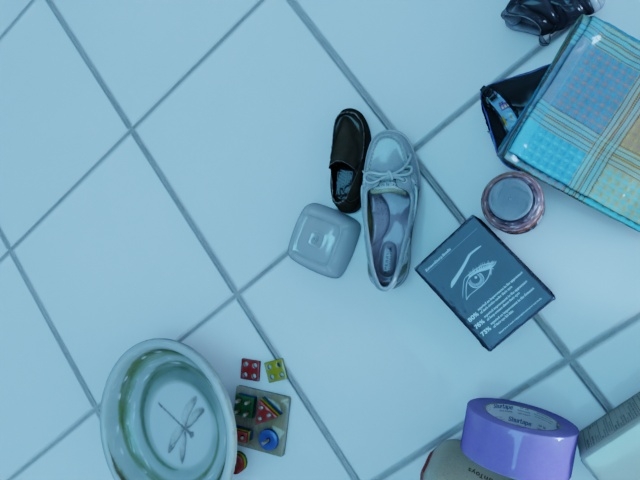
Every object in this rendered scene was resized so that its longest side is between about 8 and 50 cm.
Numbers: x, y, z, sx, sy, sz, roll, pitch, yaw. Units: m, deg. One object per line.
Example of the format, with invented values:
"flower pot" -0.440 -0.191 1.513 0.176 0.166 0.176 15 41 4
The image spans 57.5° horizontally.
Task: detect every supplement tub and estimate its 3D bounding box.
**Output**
"supplement tub" 0.340 -0.064 1.028 0.106 0.198 0.106 -1 88 22

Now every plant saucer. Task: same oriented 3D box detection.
"plant saucer" -0.326 0.416 1.311 0.400 0.100 0.400 -1 88 29

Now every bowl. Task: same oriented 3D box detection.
"bowl" 0.000 0.000 1.236 0.142 0.053 0.142 24 99 20

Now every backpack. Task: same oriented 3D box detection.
"backpack" 0.384 -0.212 1.058 0.158 0.117 0.173 -16 86 20

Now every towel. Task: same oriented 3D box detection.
"towel" 0.523 -0.171 0.966 0.370 0.040 0.271 29 98 1

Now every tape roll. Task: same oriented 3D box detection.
"tape roll" 0.346 0.345 1.022 0.189 0.189 0.080 10 92 21

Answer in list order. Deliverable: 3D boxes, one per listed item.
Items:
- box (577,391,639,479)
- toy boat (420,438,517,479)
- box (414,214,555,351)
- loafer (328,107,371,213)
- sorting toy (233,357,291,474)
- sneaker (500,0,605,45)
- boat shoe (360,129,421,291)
"box" 0.588 0.301 0.955 0.311 0.148 0.121 -42 76 17
"toy boat" 0.294 0.490 1.083 0.231 0.151 0.151 22 127 21
"box" 0.305 0.076 1.087 0.153 0.108 0.207 -44 74 15
"loafer" 0.058 -0.167 1.202 0.080 0.078 0.220 -1 89 21
"sorting toy" -0.139 0.391 1.284 0.132 0.046 0.274 8 91 21
"sneaker" 0.379 -0.487 1.072 0.153 0.101 0.268 -39 79 13
"boat shoe" 0.135 -0.060 1.148 0.118 0.103 0.320 5 92 9
